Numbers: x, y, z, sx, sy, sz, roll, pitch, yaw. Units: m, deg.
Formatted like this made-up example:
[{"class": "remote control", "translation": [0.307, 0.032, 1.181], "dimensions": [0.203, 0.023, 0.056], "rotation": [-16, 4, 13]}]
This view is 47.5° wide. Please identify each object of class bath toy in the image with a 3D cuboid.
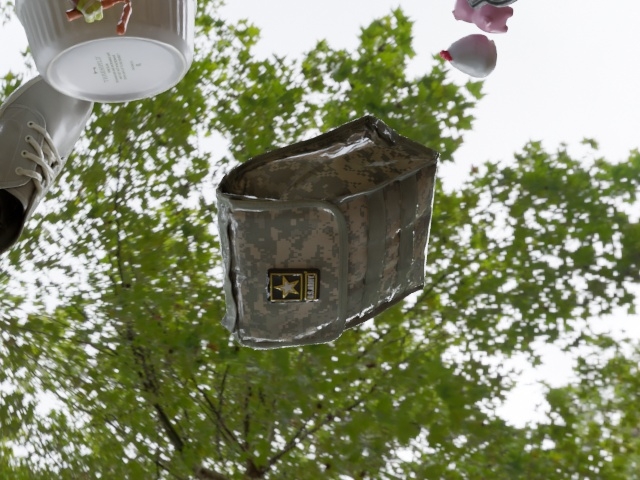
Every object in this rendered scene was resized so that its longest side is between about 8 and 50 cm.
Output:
[{"class": "bath toy", "translation": [0.350, -0.525, 1.593], "dimensions": [0.129, 0.348, 0.151], "rotation": [2, -140, -9]}]

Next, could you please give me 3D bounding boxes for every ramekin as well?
[{"class": "ramekin", "translation": [-0.318, -0.315, 1.120], "dimensions": [0.272, 0.273, 0.127], "rotation": [-6, -104, -26]}]

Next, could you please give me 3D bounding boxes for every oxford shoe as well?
[{"class": "oxford shoe", "translation": [-0.505, -0.126, 1.235], "dimensions": [0.449, 0.130, 0.169], "rotation": [-63, -33, -34]}]

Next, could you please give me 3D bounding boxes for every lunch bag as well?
[{"class": "lunch bag", "translation": [0.000, 0.000, 0.941], "dimensions": [0.287, 0.169, 0.235], "rotation": [-25, -46, -29]}]

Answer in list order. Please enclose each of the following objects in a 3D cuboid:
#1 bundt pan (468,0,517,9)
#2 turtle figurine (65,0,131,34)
[{"class": "bundt pan", "translation": [0.187, -0.446, 0.835], "dimensions": [0.124, 0.331, 0.331], "rotation": [6, -97, -26]}, {"class": "turtle figurine", "translation": [-0.330, -0.330, 0.861], "dimensions": [0.217, 0.087, 0.270], "rotation": [-20, -112, 6]}]
